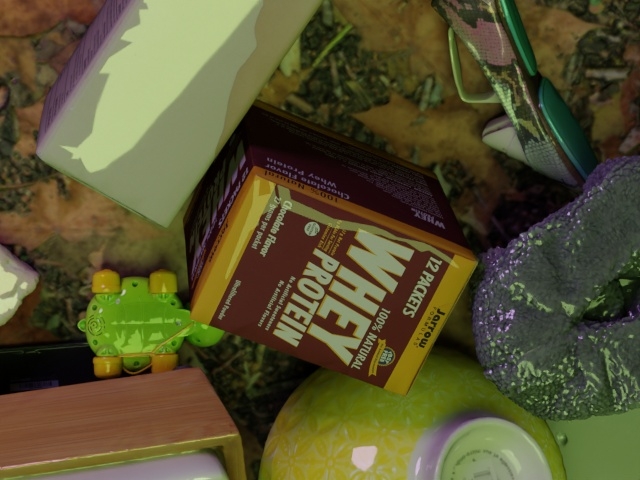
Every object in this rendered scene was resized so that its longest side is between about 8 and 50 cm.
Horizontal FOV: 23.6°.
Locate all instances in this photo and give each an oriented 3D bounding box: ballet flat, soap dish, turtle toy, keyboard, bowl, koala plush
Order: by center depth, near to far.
[{"bbox_3d":[0.202,0.062,1.274,0.203,0.221,0.196,-28,88,-9],"label":"koala plush"},{"bbox_3d":[0.159,-0.125,1.289,0.079,0.077,0.221,-22,111,23],"label":"ballet flat"},{"bbox_3d":[0.107,0.217,1.299,0.289,0.156,0.290,7,75,-25],"label":"bowl"},{"bbox_3d":[-0.209,0.214,1.321,0.290,0.118,0.229,-8,147,-4],"label":"soap dish"},{"bbox_3d":[-0.145,0.072,1.334,0.130,0.066,0.095,0,88,-6],"label":"turtle toy"},{"bbox_3d":[-0.255,0.143,1.379,0.180,0.023,0.108,-4,108,-4],"label":"keyboard"}]

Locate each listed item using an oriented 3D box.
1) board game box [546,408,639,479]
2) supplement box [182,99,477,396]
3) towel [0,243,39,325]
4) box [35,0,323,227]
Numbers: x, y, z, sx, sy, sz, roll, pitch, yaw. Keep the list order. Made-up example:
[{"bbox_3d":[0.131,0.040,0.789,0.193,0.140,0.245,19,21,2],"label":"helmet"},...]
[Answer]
[{"bbox_3d":[0.360,0.200,1.306,0.050,0.390,0.390,-14,119,-43],"label":"board game box"},{"bbox_3d":[0.000,0.000,1.251,0.191,0.194,0.129,21,109,-15],"label":"supplement box"},{"bbox_3d":[-0.454,0.051,1.279,0.317,0.053,0.332,41,95,-20],"label":"towel"},{"bbox_3d":[-0.089,-0.182,1.188,0.121,0.148,0.311,30,109,-19],"label":"box"}]
